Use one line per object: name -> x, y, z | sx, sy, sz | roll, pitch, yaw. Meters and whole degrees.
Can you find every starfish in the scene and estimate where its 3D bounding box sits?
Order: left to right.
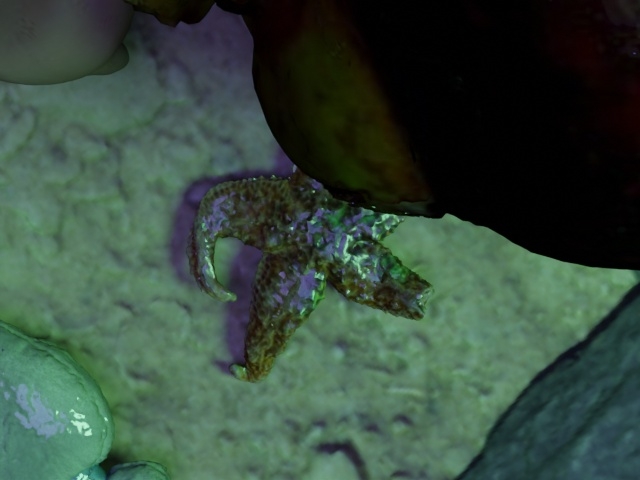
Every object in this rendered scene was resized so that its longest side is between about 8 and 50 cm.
starfish -> 0.004, -0.001, 1.150 | 0.150, 0.053, 0.210 | 33, 109, 14

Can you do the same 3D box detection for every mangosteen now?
mangosteen -> 0.121, -0.184, 0.934 | 0.421, 0.381, 0.381 | 13, 104, 33

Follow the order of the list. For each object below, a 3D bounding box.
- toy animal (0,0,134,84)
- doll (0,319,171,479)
toy animal -> -0.150, -0.209, 1.068 | 0.166, 0.154, 0.250 | 17, 100, 19
doll -> -0.187, 0.104, 1.177 | 0.214, 0.071, 0.103 | 36, 103, 4
